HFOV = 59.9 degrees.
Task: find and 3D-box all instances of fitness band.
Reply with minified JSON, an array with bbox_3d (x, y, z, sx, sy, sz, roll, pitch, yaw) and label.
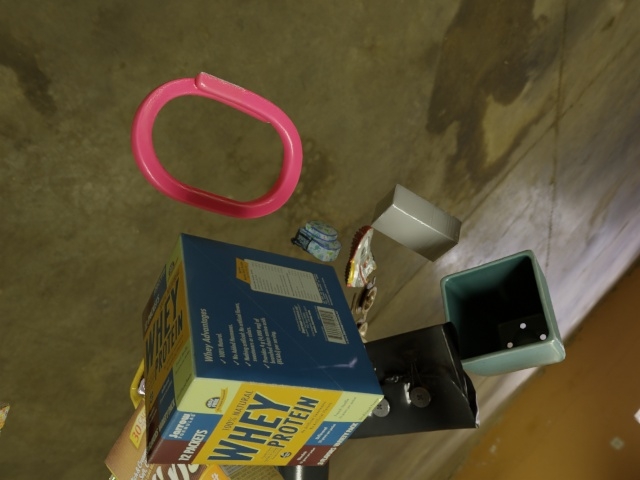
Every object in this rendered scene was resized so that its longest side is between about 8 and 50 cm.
[{"bbox_3d":[-0.164,-0.151,0.922,0.291,0.054,0.209,17,88,-32],"label":"fitness band"}]

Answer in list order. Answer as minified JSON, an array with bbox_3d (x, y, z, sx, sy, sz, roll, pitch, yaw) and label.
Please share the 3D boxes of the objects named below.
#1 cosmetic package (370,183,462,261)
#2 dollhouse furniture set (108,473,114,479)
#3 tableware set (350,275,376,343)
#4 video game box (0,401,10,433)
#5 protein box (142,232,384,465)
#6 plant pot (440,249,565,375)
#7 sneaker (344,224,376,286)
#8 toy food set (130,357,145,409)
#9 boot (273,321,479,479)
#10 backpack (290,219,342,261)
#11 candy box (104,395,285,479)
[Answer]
[{"bbox_3d":[0.282,-0.050,1.645,0.127,0.238,0.107,-44,-162,48],"label":"cosmetic package"},{"bbox_3d":[-0.537,0.620,1.571,0.151,0.059,0.076,-61,-175,-1],"label":"dollhouse furniture set"},{"bbox_3d":[0.108,0.194,1.383,0.128,0.039,0.194,-32,139,-55],"label":"tableware set"},{"bbox_3d":[-0.687,0.420,1.070,0.205,0.048,0.187,147,-39,-80],"label":"video game box"},{"bbox_3d":[-0.075,0.121,0.612,0.201,0.199,0.136,13,125,-29],"label":"protein box"},{"bbox_3d":[0.483,0.215,1.418,0.248,0.247,0.252,-22,140,28],"label":"plant pot"},{"bbox_3d":[0.145,0.053,1.859,0.093,0.088,0.225,8,115,-9],"label":"sneaker"},{"bbox_3d":[-0.305,0.272,1.158,0.128,0.071,0.217,33,65,-35],"label":"toy food set"},{"bbox_3d":[0.102,0.383,1.125,0.445,0.367,0.146,-18,-175,14],"label":"boot"},{"bbox_3d":[0.000,0.000,1.491,0.105,0.114,0.084,-11,135,-57],"label":"backpack"},{"bbox_3d":[-0.147,0.353,0.752,0.183,0.316,0.087,-55,156,22],"label":"candy box"}]
